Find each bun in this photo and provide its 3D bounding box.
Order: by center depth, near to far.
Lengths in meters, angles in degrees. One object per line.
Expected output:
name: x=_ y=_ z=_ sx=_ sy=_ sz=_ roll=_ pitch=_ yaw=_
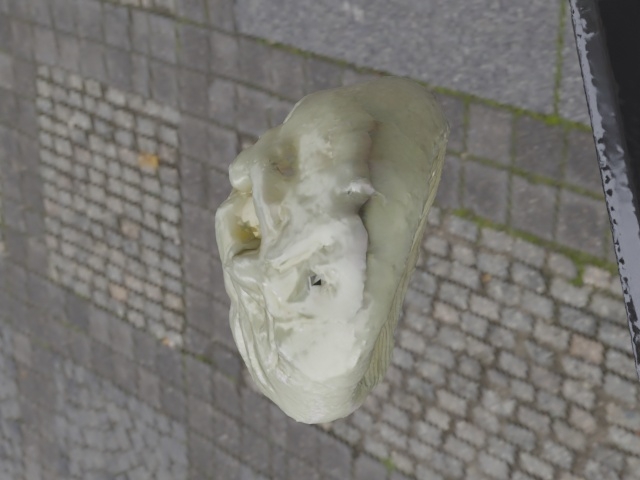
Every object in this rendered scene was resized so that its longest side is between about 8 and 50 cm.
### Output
bun: x=0.000 y=0.000 z=0.873 sx=0.133 sy=0.231 sz=0.231 roll=17 pitch=123 yaw=5

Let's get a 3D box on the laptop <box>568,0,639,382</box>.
laptop: x=0.181 y=-0.040 z=0.568 sx=0.016 sy=0.135 sz=0.197 roll=110 pitch=152 yaw=-74
